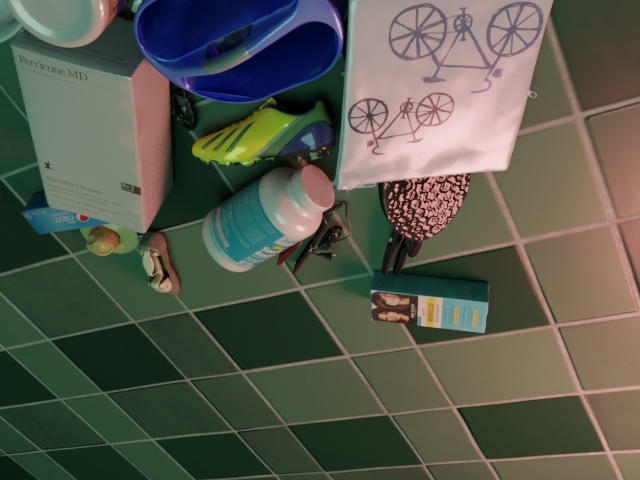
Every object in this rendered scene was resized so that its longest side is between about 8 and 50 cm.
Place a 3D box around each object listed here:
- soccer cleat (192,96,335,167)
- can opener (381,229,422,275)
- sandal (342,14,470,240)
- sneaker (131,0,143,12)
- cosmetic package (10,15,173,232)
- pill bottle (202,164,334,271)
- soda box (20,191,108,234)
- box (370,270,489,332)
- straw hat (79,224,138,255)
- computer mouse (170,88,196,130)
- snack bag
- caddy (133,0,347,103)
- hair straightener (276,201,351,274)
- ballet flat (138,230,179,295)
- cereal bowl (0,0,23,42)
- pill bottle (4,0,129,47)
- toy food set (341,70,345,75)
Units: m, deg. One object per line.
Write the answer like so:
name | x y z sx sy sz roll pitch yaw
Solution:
soccer cleat | -0.107 -0.199 1.330 0.289 0.093 0.121 -2 102 24
can opener | 0.157 0.017 1.462 0.059 0.073 0.186 13 145 -7
sandal | 0.145 -0.199 1.218 0.168 0.107 0.445 -21 124 -4
sneaker | -0.286 -0.410 1.204 0.037 0.031 0.083 17 142 -20
cosmetic package | -0.395 -0.211 1.316 0.217 0.156 0.384 15 141 6
pill bottle | -0.098 -0.048 1.409 0.264 0.146 0.146 -29 120 36
soda box | -0.536 -0.071 1.573 0.210 0.067 0.071 -7 131 22
box | 0.231 0.131 1.546 0.245 0.060 0.100 5 134 11
straw hat | -0.490 0.001 1.633 0.145 0.061 0.144 8 135 8
computer mouse | -0.235 -0.294 1.295 0.071 0.041 0.242 31 145 14
snack bag | 0.185 -0.234 1.114 0.323 0.037 0.342 -8 129 -14
caddy | -0.116 -0.324 1.076 0.342 0.179 0.241 -11 144 39
hair straightener | 0.000 0.000 1.508 0.089 0.047 0.230 31 129 -14
ballet flat | -0.376 0.070 1.661 0.072 0.068 0.213 6 134 11
cereal bowl | -0.571 -0.487 1.131 0.339 0.141 0.338 9 135 9
pill bottle | -0.331 -0.408 1.050 0.153 0.264 0.153 9 136 9
toy food set | 0.084 -0.245 1.257 0.078 0.019 0.122 -13 128 27
